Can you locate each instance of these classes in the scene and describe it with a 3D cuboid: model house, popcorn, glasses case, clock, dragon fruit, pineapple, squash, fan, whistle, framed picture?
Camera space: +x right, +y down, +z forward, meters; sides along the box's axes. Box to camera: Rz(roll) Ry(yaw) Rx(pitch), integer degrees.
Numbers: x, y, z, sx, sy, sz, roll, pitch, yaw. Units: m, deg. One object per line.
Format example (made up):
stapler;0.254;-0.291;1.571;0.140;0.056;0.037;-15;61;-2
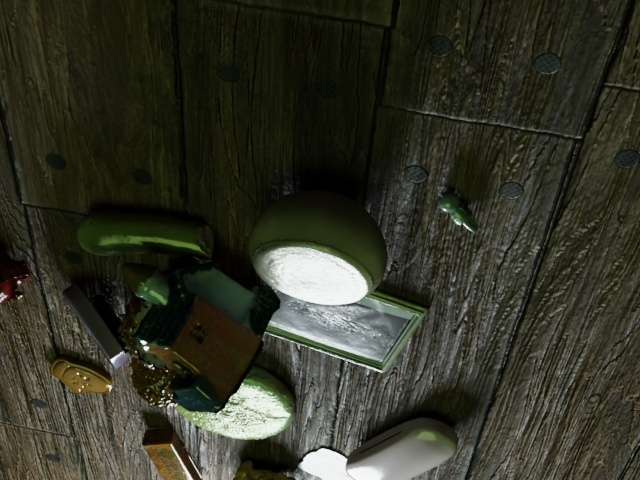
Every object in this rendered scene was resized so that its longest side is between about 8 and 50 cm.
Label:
model house;-0.244;0.128;1.762;0.291;0.253;0.184;43;151;-22
popcorn;-0.148;0.610;2.332;0.163;0.140;0.194;32;133;-26
glasses case;-0.349;0.525;2.357;0.075;0.049;0.218;-7;134;12
clock;-0.423;0.172;1.948;0.172;0.064;0.198;38;158;45
dragon fruit;-0.644;0.073;1.907;0.166;0.136;0.133;-10;171;-11
pineapple;-0.320;0.158;1.910;0.137;0.161;0.175;18;136;52
squash;-0.314;-0.009;1.765;0.250;0.083;0.083;3;137;7
glasses case;0.171;0.459;2.129;0.113;0.075;0.297;35;133;-20
fan;0.057;0.543;2.298;0.220;0.009;0.132;32;135;-18
whistle;0.223;-0.047;1.608;0.035;0.035;0.100;-26;126;35
framed picture;0.029;0.150;1.881;0.293;0.018;0.231;19;137;-6

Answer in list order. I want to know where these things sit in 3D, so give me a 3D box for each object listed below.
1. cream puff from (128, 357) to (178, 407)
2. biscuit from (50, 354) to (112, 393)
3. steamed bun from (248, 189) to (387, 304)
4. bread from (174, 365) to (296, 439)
cream puff;-0.314;0.268;2.005;0.150;0.115;0.165;35;118;13
biscuit;-0.530;0.307;2.193;0.140;0.023;0.118;20;137;-7
steamed bun;0.000;0.000;1.637;0.232;0.145;0.231;11;152;6
bread;-0.200;0.347;2.134;0.302;0.045;0.301;9;138;8
